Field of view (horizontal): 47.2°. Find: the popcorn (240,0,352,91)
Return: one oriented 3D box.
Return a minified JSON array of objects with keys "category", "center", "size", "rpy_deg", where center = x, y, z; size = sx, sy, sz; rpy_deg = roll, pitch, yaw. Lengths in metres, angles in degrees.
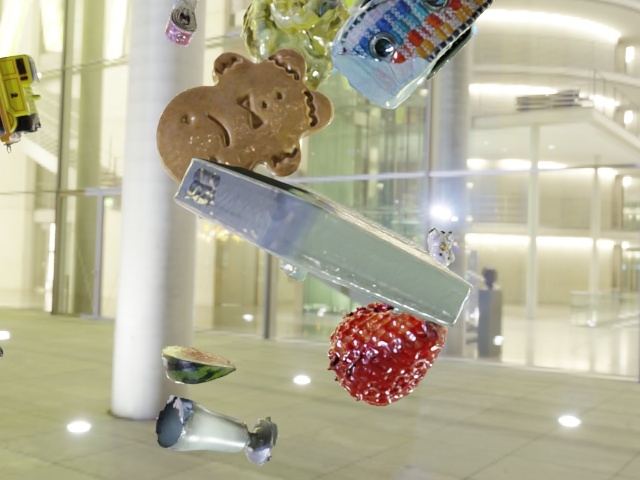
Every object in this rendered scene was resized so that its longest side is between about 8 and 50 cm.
[{"category":"popcorn","center":[-0.067,-0.478,1.705],"size":[0.237,0.293,0.293],"rpy_deg":[39,13,20]}]

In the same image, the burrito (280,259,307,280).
[{"category":"burrito","center":[-0.054,0.042,1.612],"size":[0.074,0.044,0.118],"rpy_deg":[42,-27,12]}]

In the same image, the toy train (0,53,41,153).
[{"category":"toy train","center":[-0.613,-0.283,1.437],"size":[0.127,0.219,0.089],"rpy_deg":[-11,9,-6]}]

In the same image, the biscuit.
[{"category":"biscuit","center":[-0.153,-0.235,1.436],"size":[0.355,0.275,0.052],"rpy_deg":[-28,-2,-14]}]

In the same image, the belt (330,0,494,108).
[{"category":"belt","center":[0.135,-0.312,1.049],"size":[0.150,0.257,0.207],"rpy_deg":[45,3,-6]}]

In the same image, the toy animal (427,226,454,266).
[{"category":"toy animal","center":[0.308,0.034,1.910],"size":[0.071,0.124,0.085],"rpy_deg":[26,-43,-30]}]

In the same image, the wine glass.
[{"category":"wine glass","center":[-0.138,0.257,0.987],"size":[0.155,0.072,0.072],"rpy_deg":[24,-14,-36]}]

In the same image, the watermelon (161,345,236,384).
[{"category":"watermelon","center":[-0.280,0.265,1.609],"size":[0.119,0.063,0.245],"rpy_deg":[-15,9,-33]}]

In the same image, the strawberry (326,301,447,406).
[{"category":"strawberry","center":[0.138,0.193,1.362],"size":[0.205,0.205,0.244],"rpy_deg":[3,-24,-34]}]

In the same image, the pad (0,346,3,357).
[{"category":"pad","center":[-0.770,0.108,1.287],"size":[0.375,0.063,0.315],"rpy_deg":[-7,-45,19]}]

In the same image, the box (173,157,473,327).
[{"category":"box","center":[0.000,-0.001,1.192],"size":[0.396,0.111,0.396],"rpy_deg":[25,0,-36]}]

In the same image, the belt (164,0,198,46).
[{"category":"belt","center":[-0.296,-0.507,1.589],"size":[0.071,0.232,0.053],"rpy_deg":[22,-47,-22]}]
